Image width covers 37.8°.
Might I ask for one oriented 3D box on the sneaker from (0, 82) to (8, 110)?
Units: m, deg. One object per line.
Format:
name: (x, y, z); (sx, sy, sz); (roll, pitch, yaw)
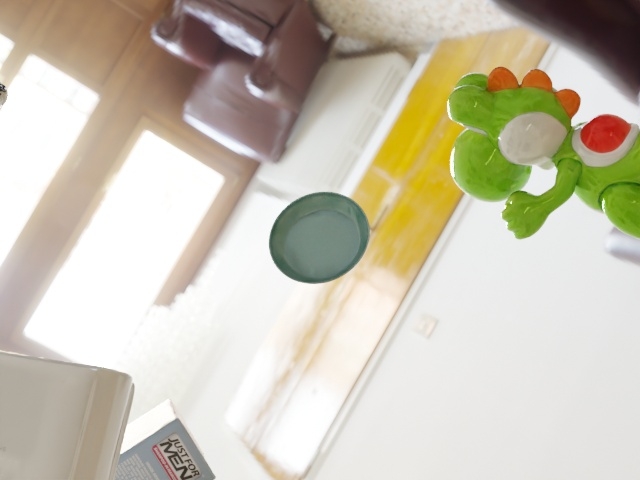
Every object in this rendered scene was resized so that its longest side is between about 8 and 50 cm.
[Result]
sneaker: (-0.166, -0.034, 0.367); (0.040, 0.044, 0.109); (26, -150, 20)

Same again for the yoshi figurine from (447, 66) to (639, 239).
yoshi figurine: (0.320, -0.084, 1.214); (0.362, 0.203, 0.203); (28, -172, 8)

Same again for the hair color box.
hair color box: (-0.351, 0.395, 1.396); (0.114, 0.374, 0.185); (60, 168, -6)

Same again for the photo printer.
photo printer: (-0.369, 0.289, 1.105); (0.256, 0.308, 0.107); (5, 165, 24)

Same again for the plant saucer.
plant saucer: (0.000, 0.000, 1.077); (0.119, 0.119, 0.021); (29, 163, 25)
